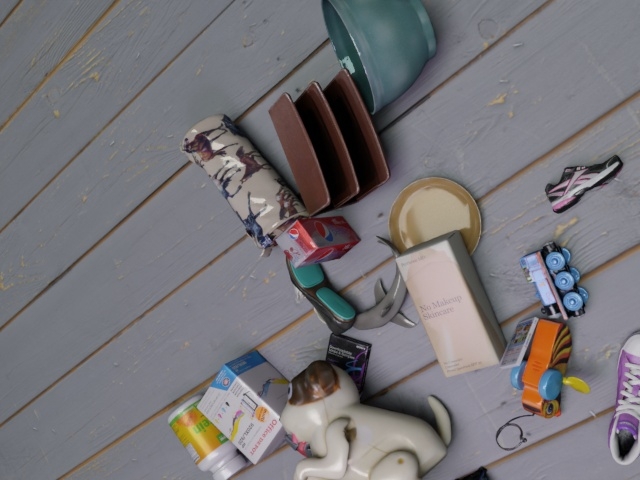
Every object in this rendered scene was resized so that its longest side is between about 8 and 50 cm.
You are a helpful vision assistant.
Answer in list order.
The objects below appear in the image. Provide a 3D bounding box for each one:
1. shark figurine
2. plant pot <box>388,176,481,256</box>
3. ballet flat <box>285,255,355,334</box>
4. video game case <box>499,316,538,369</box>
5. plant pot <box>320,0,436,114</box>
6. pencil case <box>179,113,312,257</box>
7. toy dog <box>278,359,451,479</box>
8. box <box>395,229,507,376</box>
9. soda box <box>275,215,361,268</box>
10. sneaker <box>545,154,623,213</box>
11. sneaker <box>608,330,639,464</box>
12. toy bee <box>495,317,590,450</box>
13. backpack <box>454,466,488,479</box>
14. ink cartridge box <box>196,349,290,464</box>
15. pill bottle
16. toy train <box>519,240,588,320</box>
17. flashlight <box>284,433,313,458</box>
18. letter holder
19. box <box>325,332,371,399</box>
[{"bbox_3d":[0.170,0.133,1.688,0.166,0.116,0.278,23,112,20],"label":"shark figurine"},{"bbox_3d":[0.284,-0.038,1.670,0.236,0.032,0.236,2,95,26],"label":"plant pot"},{"bbox_3d":[-0.016,0.142,1.793,0.280,0.095,0.096,52,138,28],"label":"ballet flat"},{"bbox_3d":[0.457,0.238,1.550,0.011,0.087,0.122,29,70,-1],"label":"video game case"},{"bbox_3d":[0.150,-0.473,1.585,0.196,0.293,0.293,-25,82,-1],"label":"plant pot"},{"bbox_3d":[-0.212,-0.157,1.835,0.183,0.160,0.410,-41,76,8],"label":"pencil case"},{"bbox_3d":[0.084,0.472,1.648,0.408,0.284,0.395,37,79,17],"label":"toy dog"},{"bbox_3d":[0.312,0.148,1.598,0.148,0.121,0.311,-24,93,27],"label":"box"},{"bbox_3d":[0.000,0.000,1.684,0.083,0.263,0.092,-42,77,23],"label":"soda box"},{"bbox_3d":[0.579,-0.141,1.497,0.178,0.072,0.077,-35,68,19],"label":"sneaker"},{"bbox_3d":[0.677,0.342,1.437,0.102,0.161,0.282,8,96,27],"label":"sneaker"},{"bbox_3d":[0.504,0.336,1.548,0.298,0.162,0.195,-53,40,7],"label":"toy bee"},{"bbox_3d":[0.367,0.625,1.639,0.105,0.114,0.084,-37,78,23],"label":"backpack"},{"bbox_3d":[-0.181,0.459,1.866,0.232,0.168,0.171,39,109,17],"label":"ink cartridge box"},{"bbox_3d":[-0.325,0.584,1.966,0.136,0.136,0.246,-45,75,22],"label":"pill bottle"},{"bbox_3d":[0.534,0.096,1.536,0.105,0.080,0.184,-25,85,35],"label":"toy train"},{"bbox_3d":[0.045,0.598,1.805,0.304,0.103,0.103,37,107,20],"label":"flashlight"},{"bbox_3d":[0.023,-0.244,1.664,0.214,0.152,0.302,-32,78,61],"label":"letter holder"},{"bbox_3d":[0.067,0.341,1.811,0.116,0.029,0.162,14,100,24],"label":"box"}]
